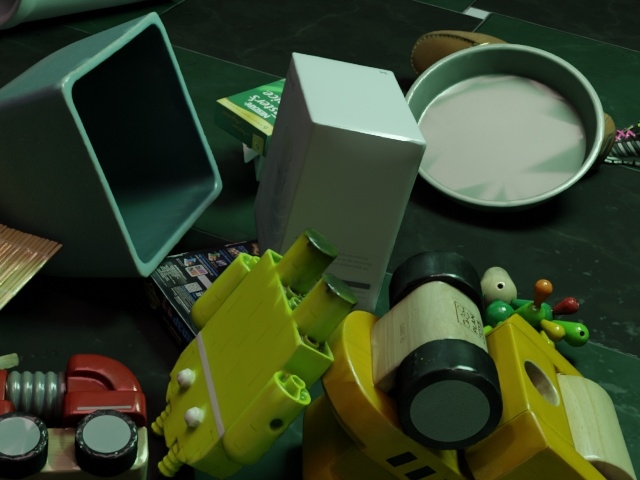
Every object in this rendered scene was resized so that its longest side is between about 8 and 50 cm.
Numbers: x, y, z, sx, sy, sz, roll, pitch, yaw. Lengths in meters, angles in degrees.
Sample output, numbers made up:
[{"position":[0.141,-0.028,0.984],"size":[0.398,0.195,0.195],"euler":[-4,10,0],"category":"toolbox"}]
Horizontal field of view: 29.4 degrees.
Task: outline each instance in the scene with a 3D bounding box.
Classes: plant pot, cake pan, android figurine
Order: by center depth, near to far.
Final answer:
[{"position":[-0.075,0.119,1.199],"size":[0.056,0.273,0.248],"euler":[32,20,-29],"category":"android figurine"},{"position":[-0.310,-0.100,1.486],"size":[0.252,0.248,0.247],"euler":[-9,25,24],"category":"plant pot"},{"position":[0.261,-0.158,1.776],"size":[0.293,0.054,0.293],"euler":[-3,58,5],"category":"cake pan"}]

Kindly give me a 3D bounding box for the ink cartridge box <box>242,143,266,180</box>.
[{"position":[-0.038,-0.142,1.753],"size":[0.143,0.090,0.092],"euler":[2,33,-10],"category":"ink cartridge box"}]

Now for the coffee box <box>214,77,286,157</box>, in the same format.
[{"position":[-0.042,-0.177,1.684],"size":[0.184,0.040,0.113],"euler":[-23,46,-36],"category":"coffee box"}]

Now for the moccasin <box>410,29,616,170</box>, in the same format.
[{"position":[0.279,-0.220,1.925],"size":[0.147,0.139,0.380],"euler":[-12,46,-44],"category":"moccasin"}]

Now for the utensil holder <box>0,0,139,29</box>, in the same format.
[{"position":[-0.424,-0.552,2.099],"size":[0.385,0.327,0.327],"euler":[-20,41,-39],"category":"utensil holder"}]

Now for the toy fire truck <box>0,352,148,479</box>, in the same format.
[{"position":[-0.284,0.162,1.187],"size":[0.217,0.158,0.246],"euler":[0,43,-12],"category":"toy fire truck"}]

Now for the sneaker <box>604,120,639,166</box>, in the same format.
[{"position":[0.489,-0.160,1.917],"size":[0.170,0.074,0.063],"euler":[12,32,6],"category":"sneaker"}]

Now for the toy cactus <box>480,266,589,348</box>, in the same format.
[{"position":[0.212,0.073,1.477],"size":[0.219,0.112,0.180],"euler":[2,22,5],"category":"toy cactus"}]

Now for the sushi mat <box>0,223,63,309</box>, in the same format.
[{"position":[-0.433,0.079,1.318],"size":[0.151,0.019,0.316],"euler":[22,47,18],"category":"sushi mat"}]

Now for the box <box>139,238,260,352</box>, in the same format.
[{"position":[-0.089,0.084,1.419],"size":[0.175,0.051,0.220],"euler":[-12,37,-29],"category":"box"}]

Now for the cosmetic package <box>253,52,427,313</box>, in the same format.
[{"position":[0.013,-0.073,1.445],"size":[0.138,0.224,0.224],"euler":[11,26,-13],"category":"cosmetic package"}]

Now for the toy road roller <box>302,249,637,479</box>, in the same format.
[{"position":[0.128,0.194,1.208],"size":[0.329,0.240,0.202],"euler":[39,25,-22],"category":"toy road roller"}]
